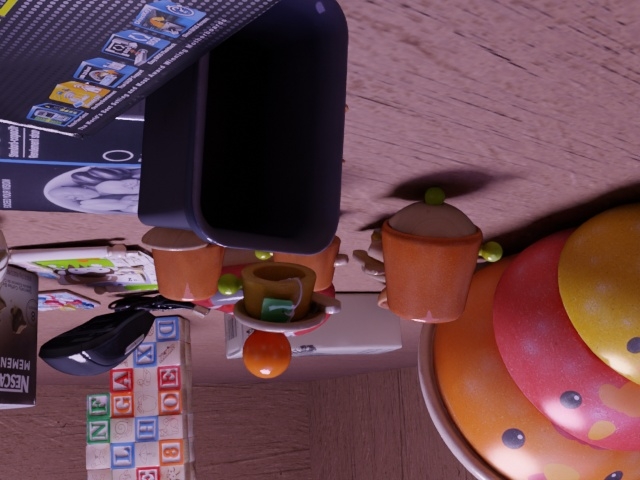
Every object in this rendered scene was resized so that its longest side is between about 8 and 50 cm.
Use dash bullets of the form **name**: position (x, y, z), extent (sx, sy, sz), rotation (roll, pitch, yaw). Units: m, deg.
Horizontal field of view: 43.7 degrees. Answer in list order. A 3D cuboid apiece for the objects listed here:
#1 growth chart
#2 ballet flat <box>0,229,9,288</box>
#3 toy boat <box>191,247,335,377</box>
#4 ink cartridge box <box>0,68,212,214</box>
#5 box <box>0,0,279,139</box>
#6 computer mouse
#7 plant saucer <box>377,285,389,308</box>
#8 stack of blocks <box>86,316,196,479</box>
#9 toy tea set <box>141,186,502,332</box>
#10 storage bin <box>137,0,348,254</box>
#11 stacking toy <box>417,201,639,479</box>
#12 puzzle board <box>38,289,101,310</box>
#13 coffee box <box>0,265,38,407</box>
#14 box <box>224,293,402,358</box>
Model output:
- **growth chart**: position (-0.266, 0.036, 0.968), extent (0.172, 0.021, 0.237), rotation (-6, 166, 13)
- **ballet flat**: position (-0.332, 0.009, 0.728), extent (0.086, 0.086, 0.248), rotation (-4, 166, 2)
- **toy boat**: position (-0.067, 0.091, 0.970), extent (0.151, 0.151, 0.231), rotation (-8, 166, 16)
- **ink cartridge box**: position (-0.194, -0.064, 0.520), extent (0.208, 0.045, 0.206), rotation (2, 166, -20)
- **box**: position (-0.122, -0.120, 0.269), extent (0.216, 0.060, 0.270), rotation (7, 162, -41)
- **computer mouse**: position (-0.243, 0.126, 1.076), extent (0.184, 0.060, 0.262), rotation (-8, -170, 12)
- **plant saucer**: position (0.185, 0.074, 1.215), extent (0.200, 0.037, 0.200), rotation (-4, 167, -1)
- **stack of blocks**: position (-0.319, 0.292, 1.420), extent (0.171, 0.297, 0.087), rotation (-4, 169, 4)
- **toy tea set**: position (0.000, 0.000, 0.779), extent (0.336, 0.124, 0.200), rotation (-3, -164, -19)
- **storage bin**: position (-0.043, -0.060, 0.418), extent (0.098, 0.135, 0.091), rotation (7, 174, -38)
- **stacking toy**: position (0.334, 0.072, 0.861), extent (0.351, 0.350, 0.480), rotation (0, 148, -15)
- **puzzle board**: position (-0.394, 0.091, 1.178), extent (0.096, 0.011, 0.128), rotation (-5, 166, 6)
- **coffee box**: position (-0.432, 0.096, 0.855), extent (0.119, 0.168, 0.297), rotation (-6, 166, 10)
- **box**: position (-0.013, 0.140, 1.310), extent (0.275, 0.094, 0.113), rotation (2, 166, -20)
